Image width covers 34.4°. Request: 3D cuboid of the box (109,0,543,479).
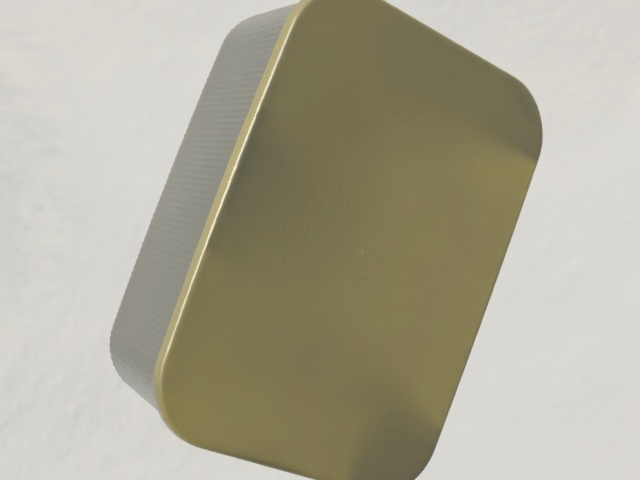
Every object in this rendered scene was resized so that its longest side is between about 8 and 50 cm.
[{"bbox_3d":[0.000,0.000,0.475,0.145,0.090,0.201,21,85,-29],"label":"box"}]
